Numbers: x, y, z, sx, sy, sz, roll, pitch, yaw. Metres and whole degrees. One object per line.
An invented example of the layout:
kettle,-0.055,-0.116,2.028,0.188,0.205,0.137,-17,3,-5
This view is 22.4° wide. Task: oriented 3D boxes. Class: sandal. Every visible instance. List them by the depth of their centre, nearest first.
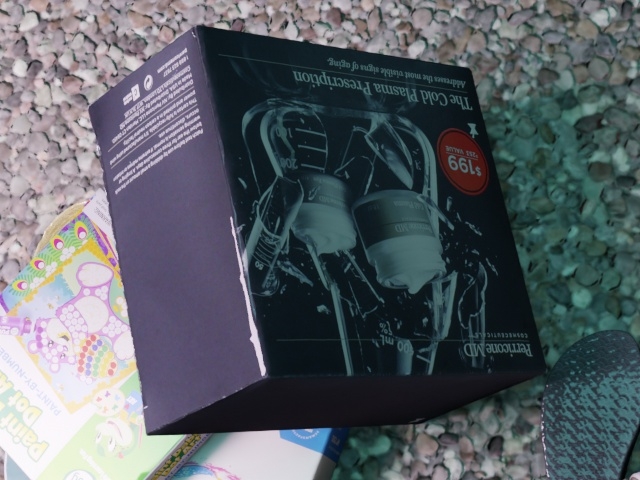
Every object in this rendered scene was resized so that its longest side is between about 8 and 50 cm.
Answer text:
sandal,0.254,0.210,1.527,0.097,0.054,0.254,6,86,19

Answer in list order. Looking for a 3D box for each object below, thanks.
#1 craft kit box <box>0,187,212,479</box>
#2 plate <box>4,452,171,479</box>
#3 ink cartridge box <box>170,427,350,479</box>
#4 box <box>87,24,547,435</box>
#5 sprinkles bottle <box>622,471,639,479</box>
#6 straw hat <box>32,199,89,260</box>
craft kit box,-0.209,0.119,1.555,0.250,0.061,0.246,42,91,22
plate,-0.224,0.221,1.616,0.188,0.024,0.188,-3,75,10
ink cartridge box,-0.075,0.253,1.553,0.134,0.078,0.231,18,79,15
box,0.000,0.000,1.459,0.179,0.343,0.312,-28,68,44
sprinkles bottle,0.172,0.301,1.411,0.355,0.121,0.121,-17,72,-5
straw hat,-0.221,0.035,1.646,0.144,0.061,0.144,-3,77,11
